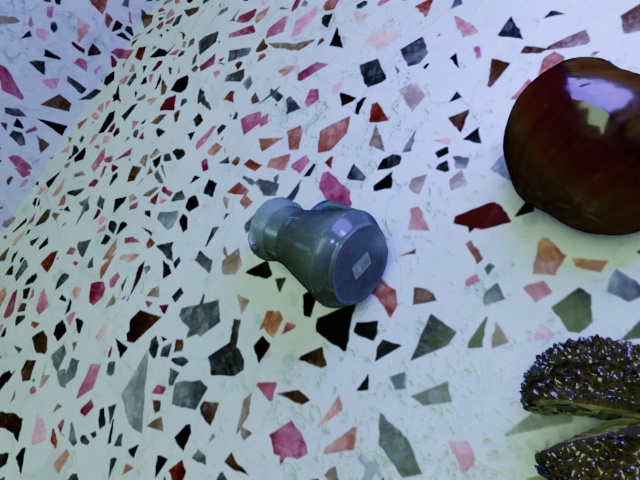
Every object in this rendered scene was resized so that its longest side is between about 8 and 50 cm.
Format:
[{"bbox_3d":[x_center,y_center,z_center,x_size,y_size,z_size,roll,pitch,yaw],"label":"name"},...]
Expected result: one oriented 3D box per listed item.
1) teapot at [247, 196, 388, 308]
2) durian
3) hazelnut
[{"bbox_3d":[0.000,0.000,0.744,0.225,0.171,0.203,23,49,41],"label":"teapot"},{"bbox_3d":[0.323,0.198,0.454,0.196,0.166,0.196,7,99,55],"label":"durian"},{"bbox_3d":[0.368,-0.118,0.561,0.251,0.217,0.217,42,93,12],"label":"hazelnut"}]
